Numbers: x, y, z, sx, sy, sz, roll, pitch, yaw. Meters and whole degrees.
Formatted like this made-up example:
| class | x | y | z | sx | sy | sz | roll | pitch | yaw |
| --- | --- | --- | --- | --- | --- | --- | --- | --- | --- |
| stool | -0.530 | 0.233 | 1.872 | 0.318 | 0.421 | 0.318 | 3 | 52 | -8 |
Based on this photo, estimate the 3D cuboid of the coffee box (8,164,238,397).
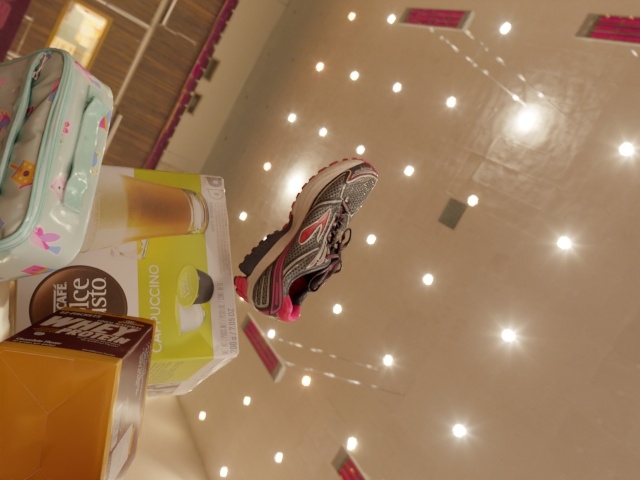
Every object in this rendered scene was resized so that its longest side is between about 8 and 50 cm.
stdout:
| class | x | y | z | sx | sy | sz | roll | pitch | yaw |
| --- | --- | --- | --- | --- | --- | --- | --- | --- | --- |
| coffee box | -0.372 | 0.093 | 1.047 | 0.338 | 0.335 | 0.337 | -40 | -127 | 54 |

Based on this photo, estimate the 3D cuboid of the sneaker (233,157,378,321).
| class | x | y | z | sx | sy | sz | roll | pitch | yaw |
| --- | --- | --- | --- | --- | --- | --- | --- | --- | --- |
| sneaker | 0.000 | 0.000 | 0.927 | 0.112 | 0.121 | 0.299 | 31 | -101 | 35 |

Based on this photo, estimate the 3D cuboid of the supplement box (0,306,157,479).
| class | x | y | z | sx | sy | sz | roll | pitch | yaw |
| --- | --- | --- | --- | --- | --- | --- | --- | --- | --- |
| supplement box | -0.295 | 0.200 | 0.701 | 0.194 | 0.129 | 0.191 | -123 | -137 | -84 |

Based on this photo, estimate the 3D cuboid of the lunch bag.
| class | x | y | z | sx | sy | sz | roll | pitch | yaw |
| --- | --- | --- | --- | --- | --- | --- | --- | --- | --- |
| lunch bag | -0.365 | -0.094 | 0.693 | 0.224 | 0.108 | 0.279 | -10 | -115 | 23 |
